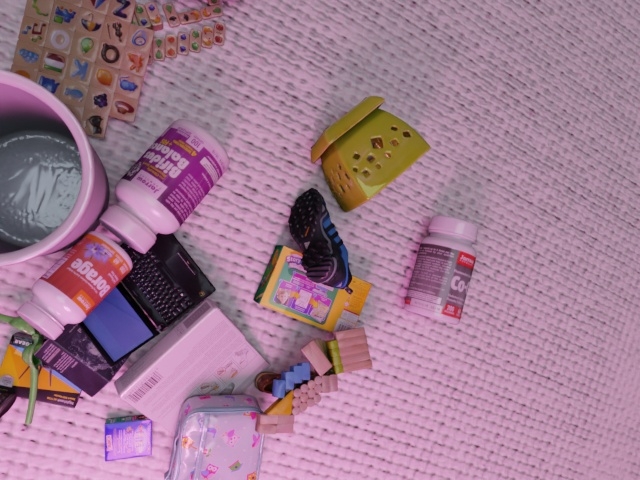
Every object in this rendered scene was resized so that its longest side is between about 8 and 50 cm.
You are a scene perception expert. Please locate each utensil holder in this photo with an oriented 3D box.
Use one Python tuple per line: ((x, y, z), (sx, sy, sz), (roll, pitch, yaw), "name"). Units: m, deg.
((-0.604, -0.118, 0.967), (0.327, 0.385, 0.328), (0, 90, -19), "utensil holder")

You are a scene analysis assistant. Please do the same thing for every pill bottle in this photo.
((0.349, 0.083, 1.388), (0.161, 0.161, 0.283), (18, 85, -17), "pill bottle")
((-0.364, -0.124, 1.136), (0.169, 0.169, 0.302), (39, 69, -14), "pill bottle")
((-0.510, 0.094, 1.016), (0.121, 0.121, 0.216), (43, 58, -13), "pill bottle")

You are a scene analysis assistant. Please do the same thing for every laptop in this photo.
((-0.426, 0.108, 1.131), (0.264, 0.136, 0.234), (-38, 90, -6), "laptop")

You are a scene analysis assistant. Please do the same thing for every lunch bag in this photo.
((-0.260, 0.528, 1.200), (0.224, 0.108, 0.279), (8, 95, -25), "lunch bag")

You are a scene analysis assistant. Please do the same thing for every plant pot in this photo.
((0.111, -0.230, 1.288), (0.228, 0.227, 0.207), (-41, 95, -13), "plant pot")

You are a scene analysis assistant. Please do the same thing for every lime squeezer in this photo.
((-0.661, 0.236, 1.062), (0.110, 0.059, 0.310), (-29, 82, -32), "lime squeezer")

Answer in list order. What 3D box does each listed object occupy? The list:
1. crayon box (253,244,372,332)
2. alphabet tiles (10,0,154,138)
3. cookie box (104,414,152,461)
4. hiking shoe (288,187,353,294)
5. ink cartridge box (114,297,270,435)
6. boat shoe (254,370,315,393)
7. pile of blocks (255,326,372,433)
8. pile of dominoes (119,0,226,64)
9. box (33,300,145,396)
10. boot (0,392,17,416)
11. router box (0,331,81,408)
((-0.019, 0.139, 1.312), (0.278, 0.081, 0.165), (25, 82, -16), "crayon box")
((-0.563, -0.430, 1.154), (0.285, 0.011, 0.343), (13, 91, -12), "alphabet tiles")
((-0.467, 0.479, 1.188), (0.107, 0.040, 0.092), (0, 90, -18), "cookie box")
((0.000, 0.000, 1.267), (0.132, 0.113, 0.304), (36, 33, -44), "hiking shoe")
((-0.311, 0.334, 1.228), (0.296, 0.066, 0.261), (-42, 127, -13), "ink cartridge box")
((-0.083, 0.384, 1.298), (0.178, 0.060, 0.064), (4, 95, -22), "boat shoe")
((-0.033, 0.344, 1.235), (0.362, 0.112, 0.149), (-33, 90, -25), "pile of blocks")
((-0.365, -0.568, 1.226), (0.251, 0.040, 0.196), (-21, 96, -16), "pile of dominoes")
((-0.516, 0.236, 1.105), (0.158, 0.156, 0.093), (43, 122, -14), "box")
((-0.820, 0.340, 1.035), (0.263, 0.091, 0.229), (-34, 99, 1), "boot")
((-0.637, 0.301, 1.131), (0.178, 0.046, 0.133), (18, 84, -16), "router box")
